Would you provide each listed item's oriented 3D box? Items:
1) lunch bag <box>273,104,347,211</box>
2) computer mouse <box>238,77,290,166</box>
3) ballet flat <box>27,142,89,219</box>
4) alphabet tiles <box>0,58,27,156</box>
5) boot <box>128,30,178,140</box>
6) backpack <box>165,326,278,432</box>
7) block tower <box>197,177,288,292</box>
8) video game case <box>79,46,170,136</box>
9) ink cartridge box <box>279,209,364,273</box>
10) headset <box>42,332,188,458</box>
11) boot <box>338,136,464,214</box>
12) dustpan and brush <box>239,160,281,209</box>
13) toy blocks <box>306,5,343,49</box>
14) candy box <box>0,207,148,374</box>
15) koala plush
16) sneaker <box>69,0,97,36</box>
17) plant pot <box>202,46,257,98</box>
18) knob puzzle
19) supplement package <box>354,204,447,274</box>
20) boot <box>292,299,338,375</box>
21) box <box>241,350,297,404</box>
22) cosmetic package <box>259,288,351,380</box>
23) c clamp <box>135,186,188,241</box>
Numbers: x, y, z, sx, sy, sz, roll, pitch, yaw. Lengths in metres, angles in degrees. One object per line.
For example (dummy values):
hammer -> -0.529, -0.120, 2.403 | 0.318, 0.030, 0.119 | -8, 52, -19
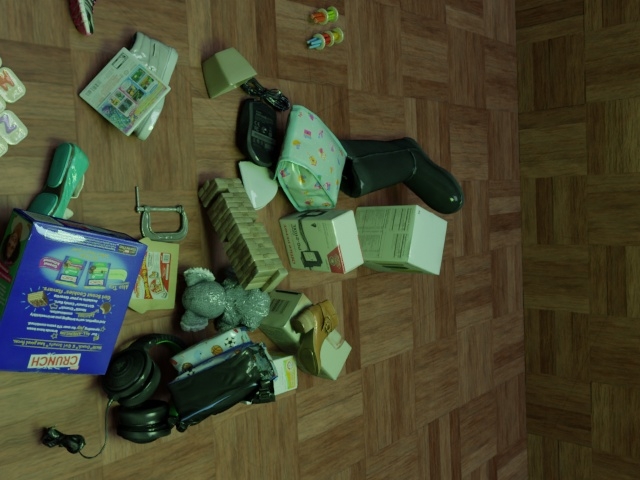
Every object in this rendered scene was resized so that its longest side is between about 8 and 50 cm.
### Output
lunch bag -> -0.044, -0.247, 1.860 | 0.262, 0.160, 0.223 | 50, 43, -48
computer mouse -> -0.181, -0.334, 1.826 | 0.188, 0.072, 0.272 | 23, 62, -43
ballet flat -> -0.582, -0.097, 1.387 | 0.087, 0.083, 0.247 | 40, 63, -56
alphabet tiles -> -0.744, -0.278, 1.249 | 0.284, 0.021, 0.278 | -54, 127, -31
boot -> -0.449, -0.384, 1.529 | 0.123, 0.095, 0.258 | 22, 71, -32
backpack -> -0.238, 0.340, 1.564 | 0.263, 0.277, 0.213 | 45, 25, -72
block tower -> -0.211, -0.022, 1.645 | 0.097, 0.091, 0.335 | -6, 58, -46
video game case -> -0.463, -0.353, 1.472 | 0.143, 0.019, 0.157 | 41, 82, -12
ink cartridge box -> 0.000, 0.000, 1.898 | 0.100, 0.237, 0.171 | -27, 110, -41
headset -> -0.468, 0.384, 1.506 | 0.394, 0.185, 0.243 | -39, 122, -57
boot -> 0.259, -0.210, 2.136 | 0.445, 0.367, 0.146 | -11, 143, -50
dustpan and brush -> -0.159, -0.170, 1.864 | 0.211, 0.060, 0.147 | -12, 88, -40
toy blocks -> 0.002, -0.691, 2.021 | 0.148, 0.054, 0.123 | -34, 115, -41
candy box -> -0.559, 0.119, 1.332 | 0.268, 0.122, 0.317 | 17, 93, -47
koala plush -> -0.269, 0.157, 1.662 | 0.221, 0.203, 0.196 | 10, 88, -33
sneaker -> -0.539, -0.561, 1.433 | 0.075, 0.063, 0.170 | -15, 97, -40
plant pot -> -0.262, -0.469, 1.710 | 0.109, 0.109, 0.096 | -37, 104, -40
knob puzzle -> -0.453, 0.087, 1.562 | 0.213, 0.030, 0.213 | -2, 93, -47
supplement package -> 0.268, 0.000, 2.165 | 0.199, 0.263, 0.198 | 22, 75, -45
boot -> 0.001, 0.281, 1.808 | 0.152, 0.073, 0.197 | -29, 114, -47
box -> -0.177, 0.395, 1.802 | 0.203, 0.114, 0.103 | -5, 93, -47
cosmetic package -> -0.052, 0.291, 1.910 | 0.296, 0.153, 0.129 | 53, 56, -35
c clamp -> -0.410, -0.063, 1.611 | 0.161, 0.022, 0.137 | 6, 86, -47
